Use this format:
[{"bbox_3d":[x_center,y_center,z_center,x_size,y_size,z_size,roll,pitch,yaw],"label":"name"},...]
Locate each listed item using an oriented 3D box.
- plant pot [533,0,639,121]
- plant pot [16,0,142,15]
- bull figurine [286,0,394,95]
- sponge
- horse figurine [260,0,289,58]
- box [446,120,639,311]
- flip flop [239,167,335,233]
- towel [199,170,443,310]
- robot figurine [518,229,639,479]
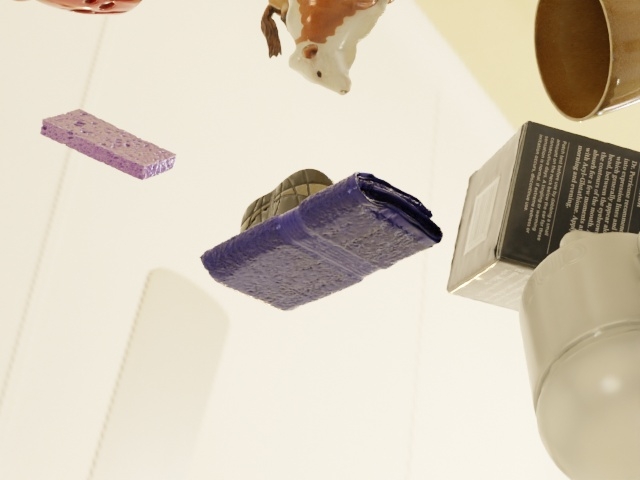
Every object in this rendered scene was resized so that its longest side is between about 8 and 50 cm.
[{"bbox_3d":[0.504,-0.324,1.835,0.254,0.237,0.237,-11,-93,-16],"label":"plant pot"},{"bbox_3d":[-0.317,-0.373,1.425,0.174,0.191,0.191,-12,-92,-46],"label":"plant pot"},{"bbox_3d":[0.029,-0.330,1.417,0.101,0.188,0.310,90,167,-69],"label":"bull figurine"},{"bbox_3d":[-0.361,-0.165,1.985,0.117,0.210,0.031,-33,-36,-64],"label":"sponge"},{"bbox_3d":[-0.014,-0.444,2.114,0.174,0.263,0.066,50,173,41],"label":"horse figurine"},{"bbox_3d":[0.426,0.007,1.730,0.293,0.395,0.212,126,159,-76],"label":"box"},{"bbox_3d":[-0.052,-0.049,2.137,0.080,0.277,0.112,26,-122,-28],"label":"flip flop"},{"bbox_3d":[0.000,0.000,1.748,0.227,0.308,0.076,29,-136,-46],"label":"towel"},{"bbox_3d":[0.316,0.129,1.209,0.353,0.199,0.300,-86,4,-58],"label":"robot figurine"}]
